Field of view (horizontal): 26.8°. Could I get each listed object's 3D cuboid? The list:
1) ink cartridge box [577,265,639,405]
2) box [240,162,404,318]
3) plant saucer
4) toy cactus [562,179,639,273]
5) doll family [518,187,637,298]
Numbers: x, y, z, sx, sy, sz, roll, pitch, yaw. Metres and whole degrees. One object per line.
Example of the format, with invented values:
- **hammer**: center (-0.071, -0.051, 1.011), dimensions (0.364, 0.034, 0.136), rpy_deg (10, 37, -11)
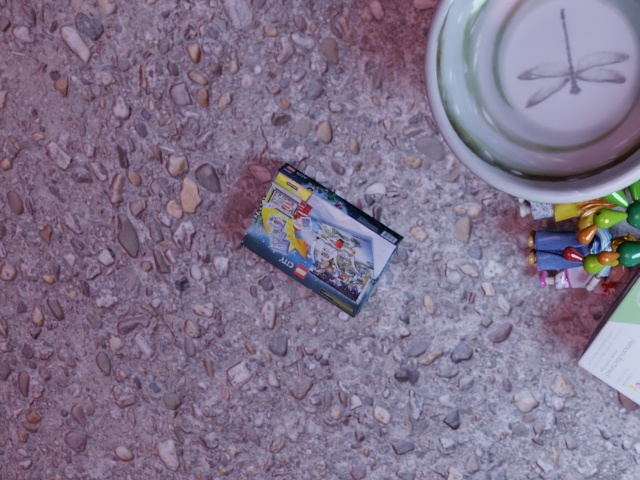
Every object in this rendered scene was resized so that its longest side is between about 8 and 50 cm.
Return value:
- **ink cartridge box**: center (0.591, 0.187, 1.986), dimensions (0.353, 0.119, 0.207), rpy_deg (33, 120, 8)
- **box**: center (0.000, 0.000, 2.211), dimensions (0.233, 0.044, 0.159), rpy_deg (33, 121, 8)
- **plant saucer**: center (0.346, -0.250, 1.880), dimensions (0.401, 0.100, 0.400), rpy_deg (0, 90, 24)
- **toy cactus**: center (0.460, -0.019, 1.872), dimensions (0.180, 0.112, 0.219), rpy_deg (38, 103, 5)
- **doll family**: center (0.387, -0.017, 1.990), dimensions (0.163, 0.118, 0.262), rpy_deg (-3, 110, 25)
